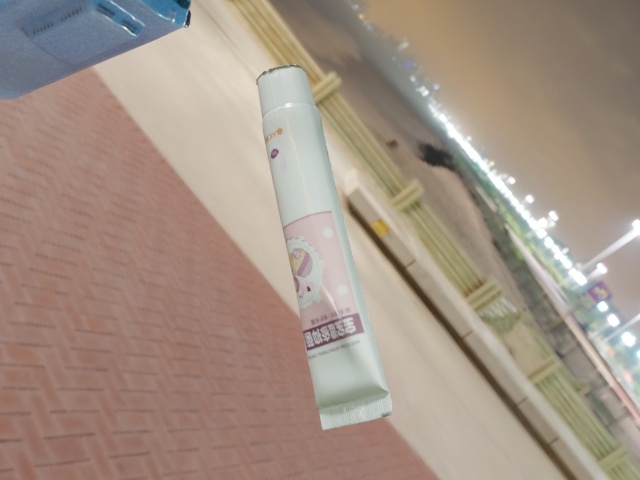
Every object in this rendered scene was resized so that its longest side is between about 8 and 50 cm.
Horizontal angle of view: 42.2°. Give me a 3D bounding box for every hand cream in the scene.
[{"bbox_3d":[0.000,0.000,0.753,0.058,0.085,0.331,1,71,-49],"label":"hand cream"}]

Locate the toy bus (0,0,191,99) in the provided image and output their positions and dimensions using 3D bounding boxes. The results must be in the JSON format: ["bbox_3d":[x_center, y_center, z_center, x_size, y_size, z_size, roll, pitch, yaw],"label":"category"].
[{"bbox_3d":[-0.210,-0.204,0.662,0.116,0.234,0.134,27,58,-51],"label":"toy bus"}]
